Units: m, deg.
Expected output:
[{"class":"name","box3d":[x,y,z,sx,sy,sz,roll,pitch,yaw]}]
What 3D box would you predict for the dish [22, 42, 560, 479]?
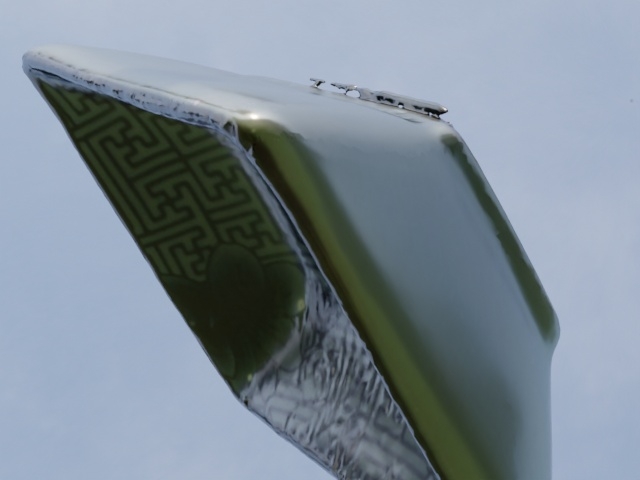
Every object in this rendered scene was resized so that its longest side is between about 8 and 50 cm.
[{"class":"dish","box3d":[0.000,0.000,0.557,0.080,0.243,0.182,-35,-67,-14]}]
